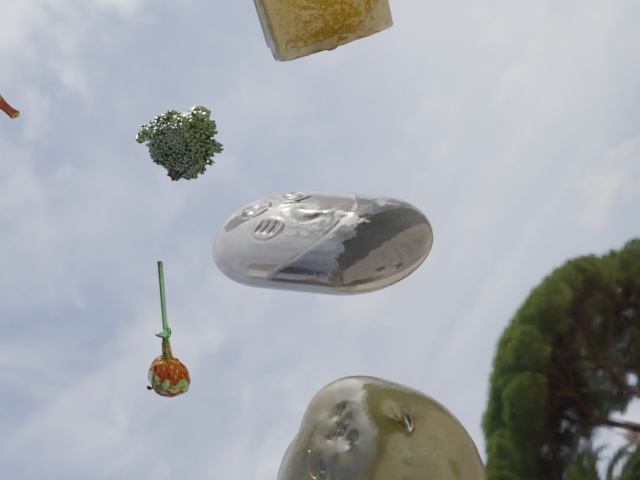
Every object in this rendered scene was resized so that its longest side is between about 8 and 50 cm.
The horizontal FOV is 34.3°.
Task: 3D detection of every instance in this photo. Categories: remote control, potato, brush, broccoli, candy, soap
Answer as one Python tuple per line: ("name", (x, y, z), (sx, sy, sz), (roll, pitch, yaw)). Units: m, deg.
("remote control", (0.000, 0.000, 1.486), (0.221, 0.332, 0.103), (-53, -40, -47))
("potato", (0.075, 0.312, 1.164), (0.221, 0.243, 0.326), (-97, -6, -56))
("brush", (-0.427, -0.187, 1.361), (0.019, 0.021, 0.083), (-40, -40, 6))
("broccoli", (-0.217, -0.180, 1.695), (0.118, 0.122, 0.204), (51, -161, -18))
("candy", (-0.188, 0.110, 1.256), (0.049, 0.055, 0.185), (-54, -33, -62))
("soap", (-0.018, -0.377, 1.285), (0.089, 0.173, 0.274), (-110, 2, -56))
